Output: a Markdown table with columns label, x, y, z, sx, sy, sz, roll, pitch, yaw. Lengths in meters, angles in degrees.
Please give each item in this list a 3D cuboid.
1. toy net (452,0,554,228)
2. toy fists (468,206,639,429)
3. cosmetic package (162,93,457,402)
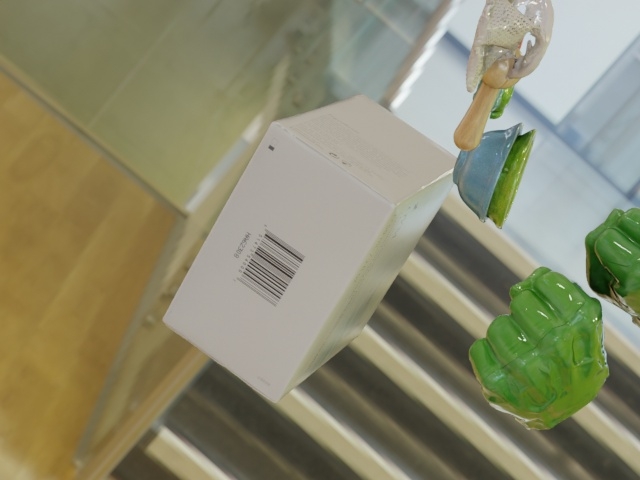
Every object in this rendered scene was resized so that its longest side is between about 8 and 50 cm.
| label | x | y | z | sx | sy | sz | roll | pitch | yaw |
| --- | --- | --- | --- | --- | --- | --- | --- | --- | --- |
| toy net | 0.122 | -0.102 | 0.877 | 0.045 | 0.122 | 0.232 | 22 | -21 | 10 |
| toy fists | 0.258 | 0.055 | 1.295 | 0.096 | 0.279 | 0.142 | 53 | -2 | 31 |
| cosmetic package | 0.000 | 0.000 | 1.328 | 0.138 | 0.224 | 0.225 | 35 | 23 | 10 |
